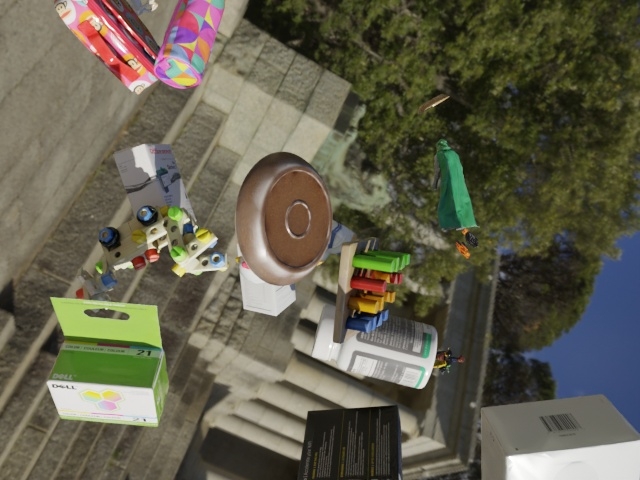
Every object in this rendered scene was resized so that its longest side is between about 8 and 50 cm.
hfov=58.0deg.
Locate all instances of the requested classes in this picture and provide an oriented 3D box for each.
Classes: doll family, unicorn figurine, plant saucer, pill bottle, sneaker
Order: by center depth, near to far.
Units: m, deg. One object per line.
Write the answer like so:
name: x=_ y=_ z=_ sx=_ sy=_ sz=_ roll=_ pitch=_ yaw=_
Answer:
plant saucer: x=-0.065 y=-0.048 z=1.325 sx=0.050 sy=0.310 sz=0.310 roll=3 pitch=-120 yaw=39
plant saucer: x=0.266 y=-0.328 z=1.376 sx=0.083 sy=0.015 sz=0.083 roll=-29 pitch=-177 yaw=2
unicorn figurine: x=-0.532 y=-0.686 z=1.671 sx=0.111 sy=0.162 sz=0.060 roll=-18 pitch=-163 yaw=-1
pill bottle: x=0.165 y=0.323 z=1.810 sx=0.204 sy=0.361 sz=0.204 roll=15 pitch=90 yaw=-90
doll family: x=0.425 y=0.415 z=2.012 sx=0.111 sy=0.076 sz=0.193 roll=-20 pitch=176 yaw=32
sneaker: x=0.000 y=0.000 z=2.090 sx=0.296 sy=0.131 sz=0.112 roll=-29 pitch=-151 yaw=47

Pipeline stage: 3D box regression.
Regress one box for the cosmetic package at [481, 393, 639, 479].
cosmetic package: x=0.406 y=0.406 z=0.998 sx=0.138 sy=0.224 sz=0.224 roll=-99 pitch=-177 yaw=-72

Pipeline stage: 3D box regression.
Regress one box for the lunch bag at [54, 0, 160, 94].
lunch bag: x=-0.521 y=-0.514 z=1.440 sx=0.120 sy=0.293 sz=0.258 roll=-32 pitch=-138 yaw=12

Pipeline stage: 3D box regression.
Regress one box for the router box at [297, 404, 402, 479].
router box: x=0.041 y=0.299 z=0.761 sx=0.179 sy=0.133 sz=0.046 roll=-78 pitch=159 yaw=-60

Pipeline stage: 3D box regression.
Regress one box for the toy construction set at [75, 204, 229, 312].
toy construction set: x=-0.390 y=0.035 z=1.302 sx=0.328 sy=0.215 sz=0.151 roll=-24 pitch=158 yaw=-13

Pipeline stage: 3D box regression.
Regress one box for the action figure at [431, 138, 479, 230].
action figure: x=0.324 y=-0.142 z=1.448 sx=0.063 sy=0.137 sz=0.232 roll=-17 pitch=-103 yaw=52

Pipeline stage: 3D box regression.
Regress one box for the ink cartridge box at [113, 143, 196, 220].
ink cartridge box: x=-0.415 y=-0.131 z=1.461 sx=0.092 sy=0.219 sz=0.160 roll=-16 pitch=-173 yaw=11

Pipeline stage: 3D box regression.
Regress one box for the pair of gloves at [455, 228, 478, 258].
pair of gloves: x=0.473 y=0.010 z=1.869 sx=0.074 sy=0.010 sz=0.083 roll=53 pitch=-45 yaw=28

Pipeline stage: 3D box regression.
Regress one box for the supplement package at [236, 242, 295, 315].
supplement package: x=-0.178 y=0.106 z=1.937 sx=0.134 sy=0.139 sz=0.244 roll=-36 pitch=130 yaw=-55

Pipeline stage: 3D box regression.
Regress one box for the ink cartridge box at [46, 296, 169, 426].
ink cartridge box: x=-0.385 y=0.223 z=1.039 sx=0.097 sy=0.189 sz=0.255 roll=-88 pitch=-175 yaw=-45

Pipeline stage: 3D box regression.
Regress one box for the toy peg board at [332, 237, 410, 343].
toy peg board: x=0.091 y=0.083 z=0.961 sx=0.161 sy=0.079 sz=0.160 roll=-9 pitch=105 yaw=-67

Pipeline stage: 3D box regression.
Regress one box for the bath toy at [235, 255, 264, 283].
bath toy: x=-0.154 y=-0.047 z=1.653 sx=0.129 sy=0.151 sz=0.348 roll=19 pitch=91 yaw=-68

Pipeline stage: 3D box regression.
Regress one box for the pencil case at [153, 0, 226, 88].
pencil case: x=-0.261 y=-0.422 z=1.154 sx=0.104 sy=0.104 sz=0.236 roll=139 pitch=-37 yaw=-62
